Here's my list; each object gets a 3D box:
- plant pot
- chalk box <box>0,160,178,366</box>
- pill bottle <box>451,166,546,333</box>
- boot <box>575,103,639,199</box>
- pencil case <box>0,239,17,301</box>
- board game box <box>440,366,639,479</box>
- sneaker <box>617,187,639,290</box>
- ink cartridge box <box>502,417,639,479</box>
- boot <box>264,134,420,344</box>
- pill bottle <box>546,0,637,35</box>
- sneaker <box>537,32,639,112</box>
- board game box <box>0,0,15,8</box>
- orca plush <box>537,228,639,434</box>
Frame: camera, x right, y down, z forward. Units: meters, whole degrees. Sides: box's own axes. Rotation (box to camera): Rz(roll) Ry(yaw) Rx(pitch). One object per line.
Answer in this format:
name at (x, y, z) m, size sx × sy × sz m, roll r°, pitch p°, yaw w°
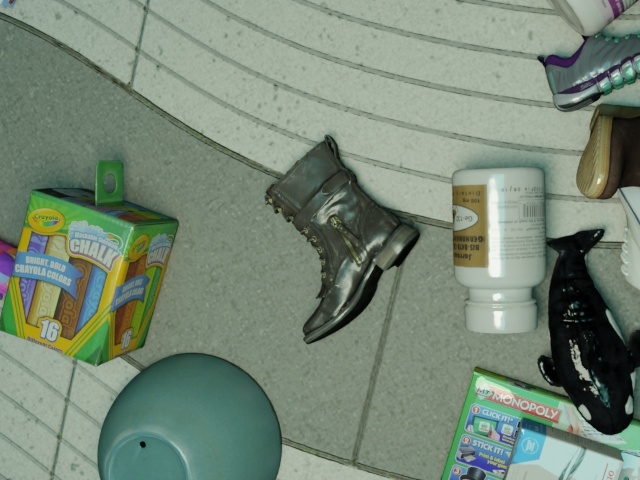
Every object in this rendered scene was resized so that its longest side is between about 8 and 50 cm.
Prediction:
plant pot at (-0.224, 0.333, 1.361) m, size 0.290 × 0.195 × 0.290 m, roll 1°, pitch 94°, yaw 13°
chalk box at (-0.347, 0.020, 1.382) m, size 0.179 × 0.180 × 0.288 m, roll 19°, pitch 98°, yaw 12°
pill bottle at (0.254, 0.012, 1.262) m, size 0.131 × 0.131 × 0.229 m, roll -1°, pitch 93°, yaw 14°
boot at (0.451, -0.100, 1.158) m, size 0.207 × 0.248 × 0.090 m, roll 21°, pitch 126°, yaw 9°
pencil case at (-0.559, 0.040, 1.476) m, size 0.236 × 0.104 × 0.104 m, roll 22°, pitch 98°, yaw 11°
board game box at (0.348, 0.337, 1.300) m, size 0.317 × 0.046 × 0.213 m, roll 18°, pitch 96°, yaw 12°
sneaker at (0.458, 0.018, 1.236) m, size 0.091 × 0.094 × 0.258 m, roll -30°, pitch 76°, yaw 33°
ink cartridge box at (0.355, 0.330, 1.243) m, size 0.180 × 0.060 × 0.104 m, roll 16°, pitch 96°, yaw 12°
boot at (0.000, 0.000, 1.356) m, size 0.229 × 0.091 × 0.263 m, roll 42°, pitch 97°, yaw 14°
pill bottle at (0.426, -0.429, 1.179) m, size 0.301 × 0.169 × 0.169 m, roll -39°, pitch 84°, yaw 13°
sneaker at (0.419, -0.266, 1.235) m, size 0.224 × 0.083 × 0.098 m, roll -24°, pitch 82°, yaw 14°
board game box at (-0.533, -0.518, 1.470) m, size 0.160 × 0.039 × 0.211 m, roll 33°, pitch 101°, yaw 9°
orca plush at (0.382, 0.124, 1.229) m, size 0.151 × 0.102 × 0.287 m, roll 3°, pitch 82°, yaw 11°
